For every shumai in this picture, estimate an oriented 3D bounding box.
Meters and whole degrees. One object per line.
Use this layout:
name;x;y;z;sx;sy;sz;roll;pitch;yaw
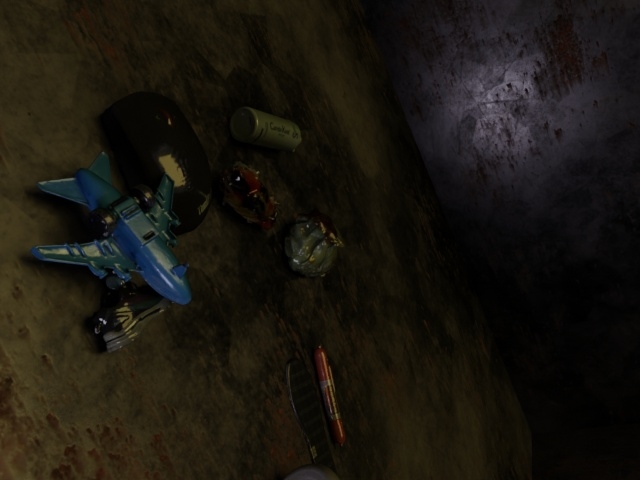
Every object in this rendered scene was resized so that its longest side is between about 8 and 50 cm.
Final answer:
shumai;0.004;0.003;1.326;0.184;0.142;0.184;34;46;-45

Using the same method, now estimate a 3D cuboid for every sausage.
sausage;0.022;0.380;1.248;0.034;0.034;0.253;-1;75;-61

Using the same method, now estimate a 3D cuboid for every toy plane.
toy plane;-0.289;-0.011;0.785;0.271;0.105;0.254;46;46;-1

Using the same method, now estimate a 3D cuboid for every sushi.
sushi;-0.162;-0.101;1.141;0.226;0.097;0.103;61;32;-51

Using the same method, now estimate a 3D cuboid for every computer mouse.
computer mouse;-0.280;-0.147;0.949;0.170;0.100;0.269;-33;103;-64

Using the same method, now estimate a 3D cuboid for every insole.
insole;-0.019;0.421;1.174;0.110;0.012;0.309;-4;77;-63

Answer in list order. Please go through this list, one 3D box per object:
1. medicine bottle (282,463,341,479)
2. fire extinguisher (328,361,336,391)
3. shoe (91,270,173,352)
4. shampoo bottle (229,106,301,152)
medicine bottle;0.034;0.585;1.015;0.288;0.157;0.157;55;32;-28
fire extinguisher;0.021;0.340;1.284;0.028;0.023;0.083;120;-42;-75
shoe;-0.302;0.091;0.807;0.099;0.071;0.169;55;32;-17
shampoo bottle;-0.125;-0.282;1.324;0.262;0.085;0.085;-4;78;-62
